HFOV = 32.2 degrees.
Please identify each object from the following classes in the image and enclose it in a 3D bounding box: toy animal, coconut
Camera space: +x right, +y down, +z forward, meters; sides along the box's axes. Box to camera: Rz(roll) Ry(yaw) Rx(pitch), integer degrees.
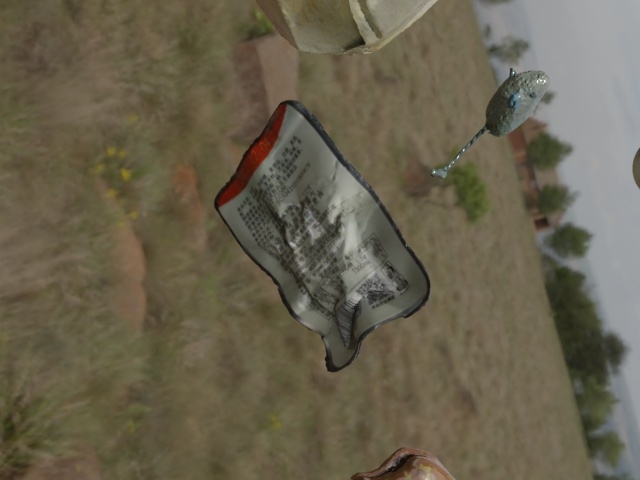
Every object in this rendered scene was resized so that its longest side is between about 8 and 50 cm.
[{"bbox_3d":[0.149,0.297,1.096,0.224,0.229,0.066,62,-6,6],"label":"toy animal"},{"bbox_3d":[0.044,-0.413,1.439,0.352,0.352,0.353,-16,90,-78],"label":"coconut"},{"bbox_3d":[0.289,-0.200,1.885,0.079,0.253,0.070,27,31,-38],"label":"toy animal"}]

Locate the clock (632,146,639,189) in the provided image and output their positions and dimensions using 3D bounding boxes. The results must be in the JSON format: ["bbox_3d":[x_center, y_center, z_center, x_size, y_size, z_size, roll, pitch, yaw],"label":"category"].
[{"bbox_3d":[0.397,-0.063,1.092,0.162,0.166,0.093,46,-31,11],"label":"clock"}]

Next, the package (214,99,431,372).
[{"bbox_3d":[0.000,0.000,1.032,0.040,0.166,0.232,-14,61,-49],"label":"package"}]
